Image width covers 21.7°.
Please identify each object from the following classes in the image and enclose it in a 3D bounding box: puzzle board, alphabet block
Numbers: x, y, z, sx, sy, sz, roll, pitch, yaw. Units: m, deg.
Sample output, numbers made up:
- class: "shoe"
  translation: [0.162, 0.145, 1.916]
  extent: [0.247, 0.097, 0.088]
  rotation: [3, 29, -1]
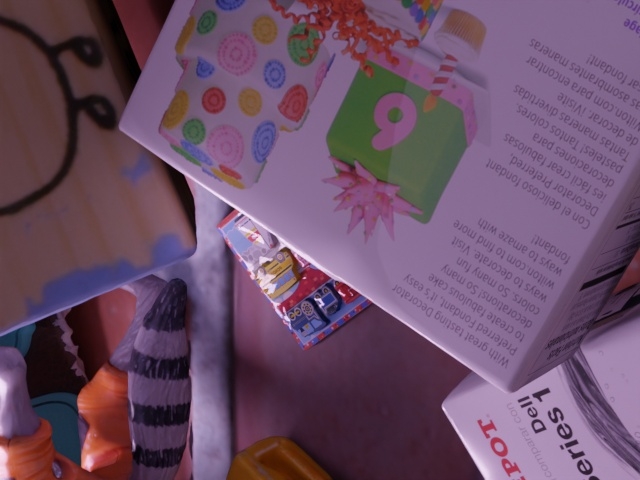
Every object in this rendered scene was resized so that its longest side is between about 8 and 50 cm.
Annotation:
- class: "puzzle board"
  translation: [0.000, 0.000, 0.998]
  extent: [0.128, 0.011, 0.096]
  rotation: [-39, 87, 39]
- class: "alphabet block"
  translation: [-0.189, -0.061, 0.924]
  extent: [0.192, 0.193, 0.197]
  rotation: [-23, 101, -2]

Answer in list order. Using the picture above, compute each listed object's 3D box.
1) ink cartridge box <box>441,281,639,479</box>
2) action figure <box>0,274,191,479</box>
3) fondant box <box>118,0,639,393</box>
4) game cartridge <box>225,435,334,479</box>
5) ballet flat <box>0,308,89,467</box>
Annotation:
- class: "ink cartridge box"
  translation: [0.195, 0.099, 0.853]
  extent: [0.219, 0.092, 0.160]
  rotation: [-30, 92, 40]
- class: "action figure"
  translation: [-0.133, 0.201, 0.986]
  extent: [0.178, 0.341, 0.330]
  rotation: [-11, 99, 14]
- class: "fondant box"
  translation: [0.082, -0.133, 0.769]
  extent: [0.238, 0.096, 0.330]
  rotation: [34, 109, 18]
- class: "game cartridge"
  translation: [0.011, 0.331, 1.093]
  extent: [0.285, 0.053, 0.323]
  rotation: [41, 131, 26]
- class: "ballet flat"
  translation: [-0.233, 0.085, 1.146]
  extent: [0.147, 0.147, 0.409]
  rotation: [9, 113, 32]
